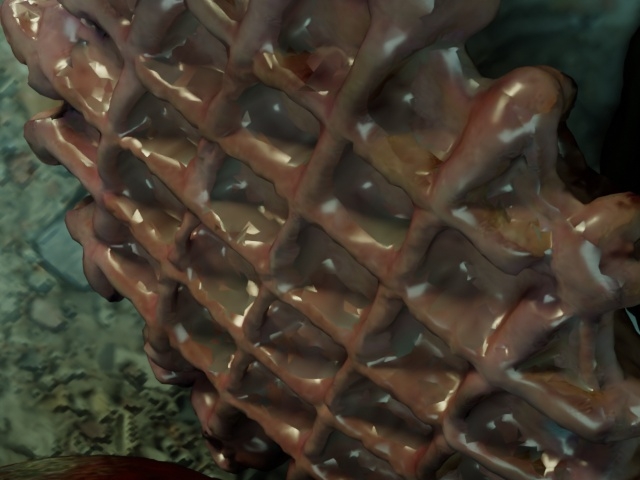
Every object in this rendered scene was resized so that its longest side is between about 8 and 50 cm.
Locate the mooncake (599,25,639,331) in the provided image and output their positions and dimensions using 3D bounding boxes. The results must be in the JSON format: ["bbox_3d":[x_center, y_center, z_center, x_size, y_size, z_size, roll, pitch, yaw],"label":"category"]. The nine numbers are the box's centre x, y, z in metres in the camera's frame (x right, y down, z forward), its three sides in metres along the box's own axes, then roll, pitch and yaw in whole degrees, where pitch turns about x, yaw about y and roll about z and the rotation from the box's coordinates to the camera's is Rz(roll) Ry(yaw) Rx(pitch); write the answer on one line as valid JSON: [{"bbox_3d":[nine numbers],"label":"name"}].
[{"bbox_3d":[0.196,0.001,0.446,0.228,0.124,0.228,4,120,6],"label":"mooncake"}]

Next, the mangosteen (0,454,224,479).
[{"bbox_3d":[-0.060,0.214,0.517,0.311,0.311,0.311,4,119,7],"label":"mangosteen"}]

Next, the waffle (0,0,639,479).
[{"bbox_3d":[0.000,0.000,0.463,0.234,0.055,0.221,3,124,43],"label":"waffle"}]
